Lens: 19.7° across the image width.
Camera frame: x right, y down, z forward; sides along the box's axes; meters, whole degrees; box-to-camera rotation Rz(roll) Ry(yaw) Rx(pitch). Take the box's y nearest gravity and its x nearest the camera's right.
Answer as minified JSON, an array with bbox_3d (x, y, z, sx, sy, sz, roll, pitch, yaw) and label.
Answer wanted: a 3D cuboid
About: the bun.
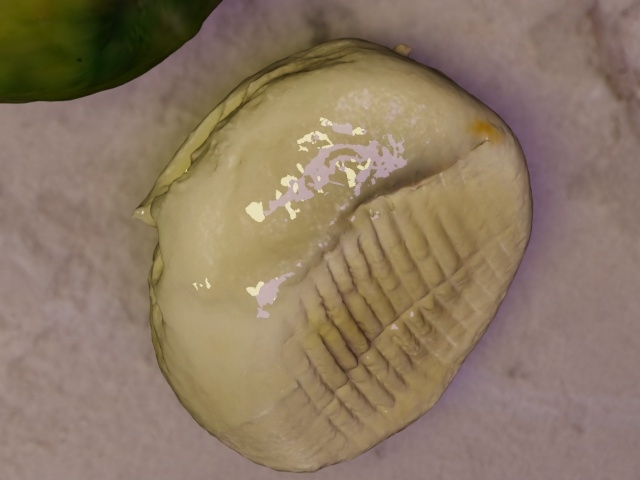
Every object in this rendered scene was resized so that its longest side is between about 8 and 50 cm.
[{"bbox_3d":[0.000,0.000,0.959,0.229,0.145,0.229,-32,142,-29],"label":"bun"}]

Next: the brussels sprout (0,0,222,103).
[{"bbox_3d":[-0.118,-0.183,0.811,0.271,0.210,0.219,-45,127,-18],"label":"brussels sprout"}]
